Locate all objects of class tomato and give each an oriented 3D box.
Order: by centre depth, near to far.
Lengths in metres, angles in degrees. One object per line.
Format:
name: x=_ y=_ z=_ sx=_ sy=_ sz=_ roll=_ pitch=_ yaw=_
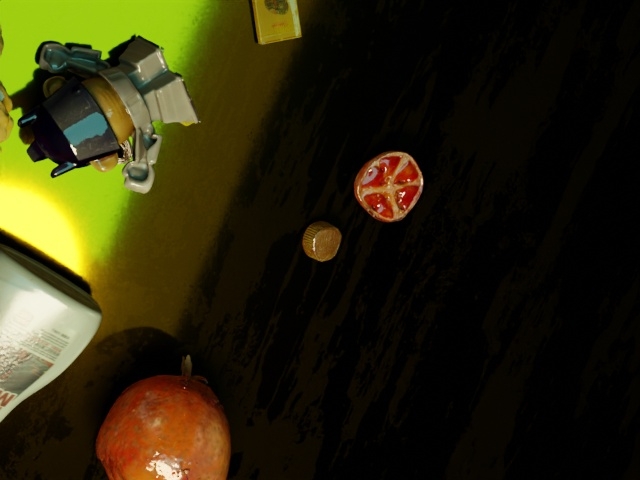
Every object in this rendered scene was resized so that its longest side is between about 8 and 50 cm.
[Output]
tomato: x=0.139 y=-0.123 z=1.815 sx=0.156 sy=0.069 sz=0.155 roll=-8 pitch=113 yaw=-20

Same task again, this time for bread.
bread: x=0.000 y=0.000 z=1.803 sx=0.085 sy=0.053 sz=0.085 roll=-14 pitch=115 yaw=-34

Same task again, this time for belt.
belt: x=-0.382 y=-0.179 z=1.572 sx=0.059 sy=0.036 sz=0.083 roll=-33 pitch=118 yaw=-4

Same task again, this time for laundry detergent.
laundry detergent: x=-0.614 y=0.220 z=1.555 sx=0.264 sy=0.125 sz=0.398 roll=38 pitch=91 yaw=-31

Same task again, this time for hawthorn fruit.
hawthorn fruit: x=-0.297 y=0.371 z=1.693 sx=0.276 sy=0.276 sz=0.307 roll=27 pitch=66 yaw=-30

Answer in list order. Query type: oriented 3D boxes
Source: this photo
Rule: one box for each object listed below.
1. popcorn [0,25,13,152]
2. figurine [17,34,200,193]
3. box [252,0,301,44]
popcorn: x=-0.612 y=-0.225 z=1.351 sx=0.265 sy=0.225 sz=0.332 roll=40 pitch=76 yaw=-25
figurine: x=-0.373 y=-0.225 z=1.473 sx=0.308 sy=0.308 sz=0.143 roll=-20 pitch=155 yaw=-18
box: x=-0.087 y=-0.457 z=1.622 sx=0.087 sy=0.023 sz=0.155 roll=-17 pitch=114 yaw=-22
